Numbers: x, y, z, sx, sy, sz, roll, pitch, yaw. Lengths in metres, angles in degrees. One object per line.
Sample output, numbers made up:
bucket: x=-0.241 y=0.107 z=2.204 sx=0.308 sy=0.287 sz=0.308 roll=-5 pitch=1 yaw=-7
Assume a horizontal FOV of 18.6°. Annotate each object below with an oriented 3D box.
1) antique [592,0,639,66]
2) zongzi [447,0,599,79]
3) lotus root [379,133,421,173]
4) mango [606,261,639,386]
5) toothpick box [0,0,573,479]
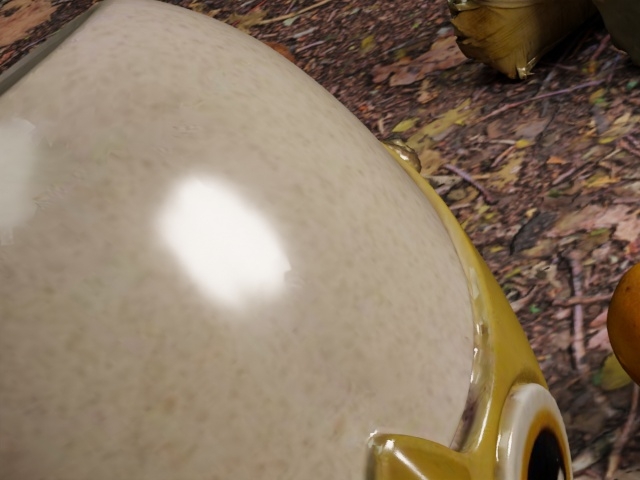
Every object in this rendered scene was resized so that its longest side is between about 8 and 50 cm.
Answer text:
antique: x=0.341 y=-0.201 z=1.511 sx=0.125 sy=0.150 sz=0.284 roll=-40 pitch=37 yaw=-23
zongzi: x=0.188 y=-0.261 z=1.681 sx=0.194 sy=0.197 sz=0.099 roll=-37 pitch=44 yaw=-22
lotus root: x=0.000 y=0.000 z=1.480 sx=0.214 sy=0.138 sz=0.138 roll=-38 pitch=28 yaw=-17
mango: x=0.242 y=0.068 z=1.178 sx=0.105 sy=0.084 sz=0.159 roll=-32 pitch=48 yaw=-6
toothpick box: x=-0.077 y=0.123 z=1.006 sx=0.409 sy=0.425 sz=0.409 roll=-37 pitch=12 yaw=9
